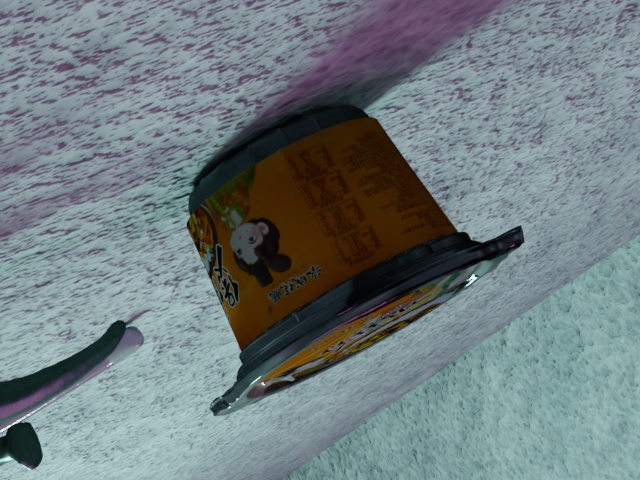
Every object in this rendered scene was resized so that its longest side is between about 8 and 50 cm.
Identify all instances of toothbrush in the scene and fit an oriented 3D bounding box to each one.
[{"bbox_3d":[-0.246,0.140,1.419,0.286,0.020,0.025,-32,179,23],"label":"toothbrush"}]

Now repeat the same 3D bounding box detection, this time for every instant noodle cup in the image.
[{"bbox_3d":[0.000,0.000,1.071,0.208,0.126,0.177,-28,171,-7],"label":"instant noodle cup"}]

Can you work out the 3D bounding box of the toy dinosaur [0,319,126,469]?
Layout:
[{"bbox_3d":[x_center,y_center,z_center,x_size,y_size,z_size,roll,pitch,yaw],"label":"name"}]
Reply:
[{"bbox_3d":[-0.328,0.126,0.943,0.330,0.129,0.383,-21,176,26],"label":"toy dinosaur"}]
